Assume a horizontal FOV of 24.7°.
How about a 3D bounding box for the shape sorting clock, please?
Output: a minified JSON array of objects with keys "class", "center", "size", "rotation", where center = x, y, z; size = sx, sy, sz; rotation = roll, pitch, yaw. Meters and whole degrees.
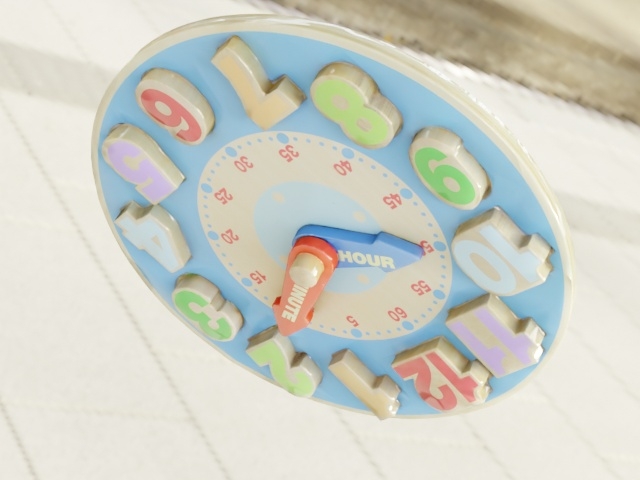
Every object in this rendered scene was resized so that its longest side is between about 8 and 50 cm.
[{"class":"shape sorting clock","center":[0.000,0.000,0.582],"size":[0.206,0.206,0.040],"rotation":[29,50,-5]}]
